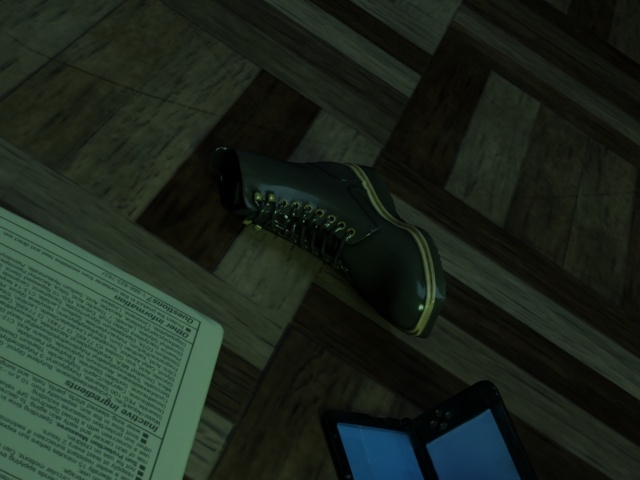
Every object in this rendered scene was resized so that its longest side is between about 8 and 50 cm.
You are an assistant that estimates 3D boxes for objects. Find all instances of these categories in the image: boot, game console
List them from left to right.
[{"bbox_3d":[0.000,0.000,1.072,0.137,0.076,0.198,10,24,-29],"label":"boot"},{"bbox_3d":[0.074,0.146,0.929,0.071,0.107,0.122,48,16,-43],"label":"game console"}]

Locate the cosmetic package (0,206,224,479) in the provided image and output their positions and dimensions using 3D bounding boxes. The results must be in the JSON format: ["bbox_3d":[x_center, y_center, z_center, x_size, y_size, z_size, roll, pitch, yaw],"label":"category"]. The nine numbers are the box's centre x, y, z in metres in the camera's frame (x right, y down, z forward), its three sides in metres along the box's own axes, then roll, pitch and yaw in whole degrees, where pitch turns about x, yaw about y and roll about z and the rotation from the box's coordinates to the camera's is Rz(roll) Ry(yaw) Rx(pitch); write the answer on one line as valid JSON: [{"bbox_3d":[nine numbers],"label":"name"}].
[{"bbox_3d":[-0.159,0.127,0.675,0.160,0.113,0.309,29,31,-9],"label":"cosmetic package"}]
